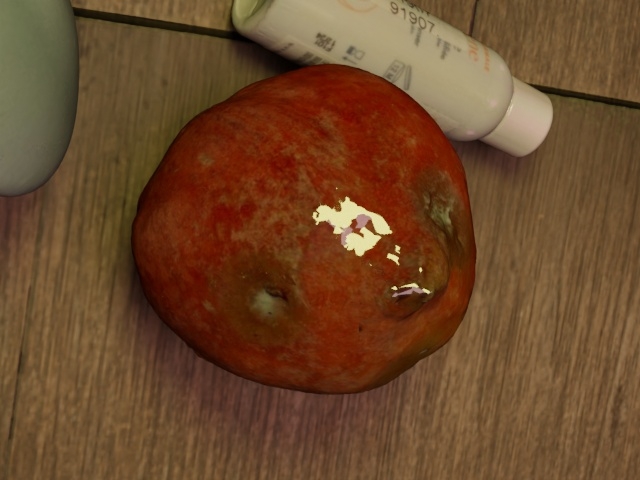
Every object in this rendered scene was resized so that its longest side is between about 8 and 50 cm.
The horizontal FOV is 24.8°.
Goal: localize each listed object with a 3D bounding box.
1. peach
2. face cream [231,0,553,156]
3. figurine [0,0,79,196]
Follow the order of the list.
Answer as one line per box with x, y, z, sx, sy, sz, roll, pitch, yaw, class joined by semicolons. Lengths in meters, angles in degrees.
0.000;0.000;0.993;0.232;0.256;0.232;-4;100;-23;peach
0.063;-0.137;1.101;0.269;0.082;0.082;23;88;-29;face cream
-0.303;-0.048;0.858;0.382;0.205;0.224;-44;151;-5;figurine
